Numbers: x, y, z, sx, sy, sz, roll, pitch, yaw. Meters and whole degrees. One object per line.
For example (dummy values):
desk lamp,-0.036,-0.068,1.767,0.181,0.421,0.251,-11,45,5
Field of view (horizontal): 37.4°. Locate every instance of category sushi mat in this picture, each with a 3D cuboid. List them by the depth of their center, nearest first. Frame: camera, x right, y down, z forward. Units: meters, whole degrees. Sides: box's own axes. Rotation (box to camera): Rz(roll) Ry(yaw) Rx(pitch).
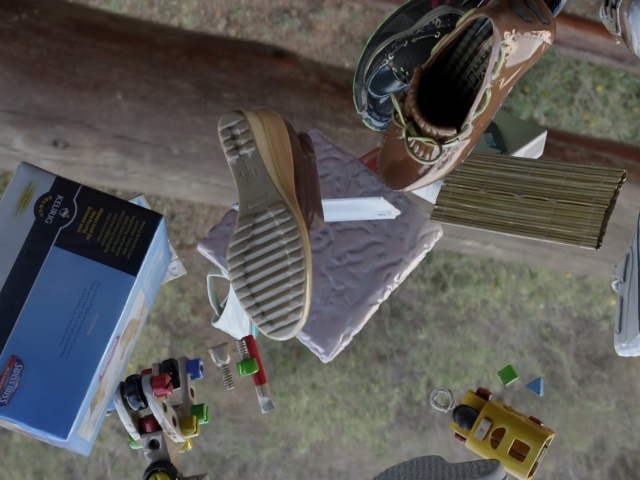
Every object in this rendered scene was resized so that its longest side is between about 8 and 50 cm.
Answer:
sushi mat,0.334,-0.072,1.557,0.316,0.151,0.019,12,159,41

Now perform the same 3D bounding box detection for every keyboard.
keyboard,-0.010,-0.047,1.417,0.256,0.014,0.072,-2,156,29

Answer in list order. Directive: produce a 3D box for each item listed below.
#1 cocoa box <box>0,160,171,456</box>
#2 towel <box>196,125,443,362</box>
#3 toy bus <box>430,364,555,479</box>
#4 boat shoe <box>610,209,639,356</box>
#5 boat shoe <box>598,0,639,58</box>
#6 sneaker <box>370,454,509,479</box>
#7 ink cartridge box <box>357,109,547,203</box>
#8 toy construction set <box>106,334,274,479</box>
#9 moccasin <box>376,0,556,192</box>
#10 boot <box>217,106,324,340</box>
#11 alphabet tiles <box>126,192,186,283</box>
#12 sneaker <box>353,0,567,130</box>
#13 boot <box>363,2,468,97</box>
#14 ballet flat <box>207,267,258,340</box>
cocoa box,-0.386,0.109,1.381,0.228,0.347,0.231,20,161,0
towel,0.000,0.000,1.671,0.332,0.317,0.053,-47,169,-21
toy bus,0.287,0.316,1.580,0.202,0.191,0.104,-21,165,19
boat shoe,0.487,0.058,1.435,0.088,0.267,0.096,-21,136,41
boat shoe,0.478,-0.343,1.434,0.324,0.116,0.123,-3,120,-65
sneaker,0.172,0.387,1.355,0.126,0.127,0.321,-24,179,-23
ink cartridge box,0.254,-0.184,1.855,0.296,0.261,0.066,-34,140,-37
toy construction set,-0.221,0.315,1.601,0.308,0.237,0.257,-17,178,-17
moccasin,0.172,-0.187,1.312,0.147,0.139,0.380,-20,166,-34
boot,-0.028,-0.020,1.017,0.090,0.248,0.207,-15,172,19
alphabet tiles,-0.419,0.035,1.896,0.237,0.009,0.198,-25,118,2
sneaker,0.243,-0.366,1.669,0.483,0.202,0.185,-38,108,23
boot,0.153,-0.265,1.564,0.085,0.179,0.236,27,140,-29
ballet flat,-0.183,0.066,2.060,0.139,0.139,0.400,0,132,-12
